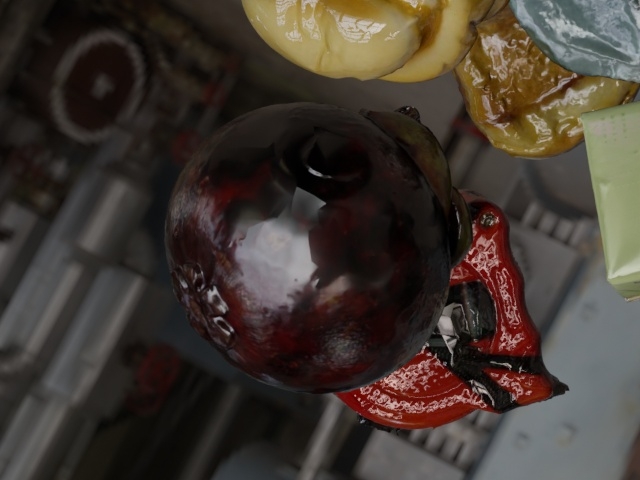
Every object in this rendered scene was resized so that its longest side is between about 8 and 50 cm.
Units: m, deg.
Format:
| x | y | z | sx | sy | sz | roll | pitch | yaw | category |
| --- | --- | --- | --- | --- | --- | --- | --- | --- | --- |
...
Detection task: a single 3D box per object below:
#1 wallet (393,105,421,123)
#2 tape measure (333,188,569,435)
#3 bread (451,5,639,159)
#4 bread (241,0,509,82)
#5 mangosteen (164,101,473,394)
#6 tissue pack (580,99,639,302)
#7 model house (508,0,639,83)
| x | y | z | sx | sy | sz | roll | pitch | yaw | category |
| --- | --- | --- | --- | --- | --- | --- | --- | --- | --- |
| 0.047 | -0.033 | 1.725 | 0.039 | 0.133 | 0.243 | 47 | 172 | 18 | wallet |
| 0.107 | 0.084 | 1.955 | 0.114 | 0.260 | 0.253 | -137 | 31 | -76 | tape measure |
| 0.218 | -0.197 | 1.847 | 0.344 | 0.195 | 0.148 | -88 | -25 | -69 | bread |
| 0.067 | -0.225 | 1.089 | 0.173 | 0.311 | 0.121 | 26 | 167 | 21 | bread |
| 0.000 | 0.000 | 1.209 | 0.210 | 0.210 | 0.210 | 28 | 176 | 2 | mangosteen |
| 0.353 | -0.050 | 1.592 | 0.234 | 0.159 | 0.125 | -11 | 166 | 18 | tissue pack |
| 0.248 | -0.210 | 1.587 | 0.165 | 0.106 | 0.152 | 57 | -145 | -6 | model house |
